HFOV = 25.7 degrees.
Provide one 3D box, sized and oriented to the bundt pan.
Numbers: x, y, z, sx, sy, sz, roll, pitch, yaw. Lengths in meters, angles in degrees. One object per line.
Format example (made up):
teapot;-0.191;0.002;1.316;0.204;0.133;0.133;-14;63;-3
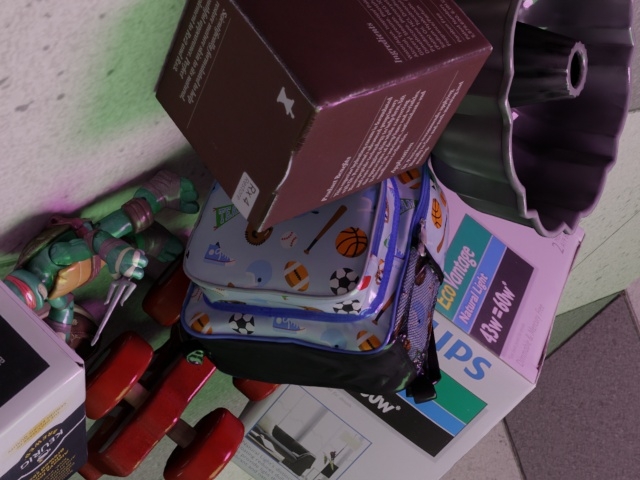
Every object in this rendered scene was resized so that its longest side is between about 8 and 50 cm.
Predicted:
bundt pan;0.195;-0.172;1.367;0.331;0.124;0.331;-24;118;-55

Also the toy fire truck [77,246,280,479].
toy fire truck;-0.162;0.141;1.571;0.302;0.169;0.254;-53;-167;-18

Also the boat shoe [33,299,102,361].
boat shoe;-0.293;0.117;1.396;0.095;0.095;0.257;-43;160;16

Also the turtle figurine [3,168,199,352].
turtle figurine;-0.216;0.027;1.301;0.234;0.118;0.175;-40;-178;-41

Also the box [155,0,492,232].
box;0.001;-0.145;1.204;0.203;0.167;0.168;-22;156;-35

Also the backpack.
backpack;0.000;0.000;1.380;0.213;0.276;0.263;71;32;-53

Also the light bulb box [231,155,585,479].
light bulb box;0.106;0.119;1.706;0.361;0.225;0.358;-51;-177;35

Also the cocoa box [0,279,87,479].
cocoa box;-0.382;0.173;1.093;0.347;0.231;0.228;-41;165;-24
